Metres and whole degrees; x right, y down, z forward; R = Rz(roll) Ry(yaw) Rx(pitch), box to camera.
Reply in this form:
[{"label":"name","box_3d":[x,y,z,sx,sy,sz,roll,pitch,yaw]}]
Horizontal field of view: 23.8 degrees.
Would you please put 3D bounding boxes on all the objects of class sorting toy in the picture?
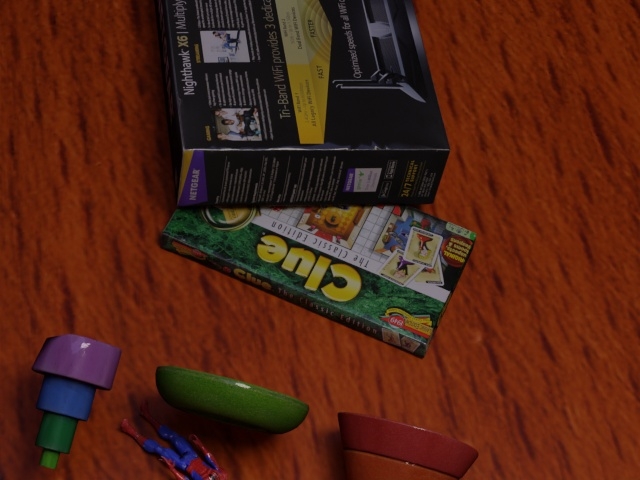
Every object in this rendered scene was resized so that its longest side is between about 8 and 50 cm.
[{"label":"sorting toy","box_3d":[-0.061,0.179,1.212,0.366,0.127,0.126,16,79,-8]}]

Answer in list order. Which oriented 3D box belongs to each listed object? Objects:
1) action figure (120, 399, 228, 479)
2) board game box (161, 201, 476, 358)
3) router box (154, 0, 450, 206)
[{"label":"action figure","box_3d":[-0.113,0.179,1.254,0.115,0.030,0.038,38,55,15]},{"label":"board game box","box_3d":[0.000,0.000,1.385,0.260,0.030,0.136,22,59,7]},{"label":"router box","box_3d":[-0.027,-0.172,1.441,0.243,0.081,0.308,0,51,-11]}]
